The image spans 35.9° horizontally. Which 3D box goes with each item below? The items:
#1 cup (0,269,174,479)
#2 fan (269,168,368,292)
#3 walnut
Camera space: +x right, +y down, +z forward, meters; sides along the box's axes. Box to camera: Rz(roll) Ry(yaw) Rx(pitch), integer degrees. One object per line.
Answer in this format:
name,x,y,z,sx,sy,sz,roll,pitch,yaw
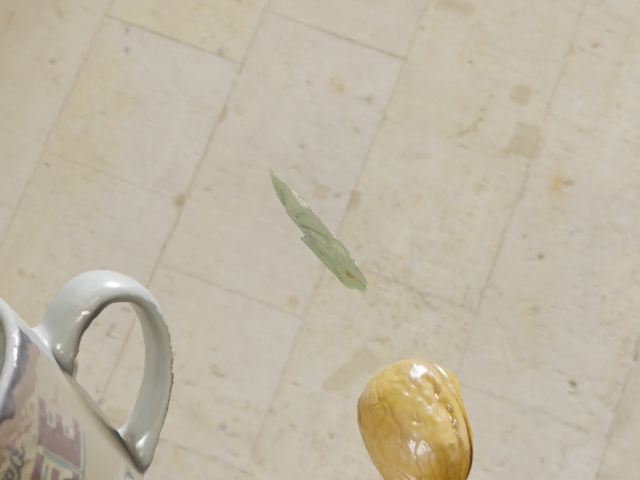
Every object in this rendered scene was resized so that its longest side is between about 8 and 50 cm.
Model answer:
cup,-0.217,0.169,0.754,0.301,0.227,0.257,-48,-48,-13
fan,0.000,0.000,1.105,0.009,0.131,0.240,-46,-37,-11
walnut,0.117,0.232,1.203,0.144,0.144,0.180,97,155,-72
